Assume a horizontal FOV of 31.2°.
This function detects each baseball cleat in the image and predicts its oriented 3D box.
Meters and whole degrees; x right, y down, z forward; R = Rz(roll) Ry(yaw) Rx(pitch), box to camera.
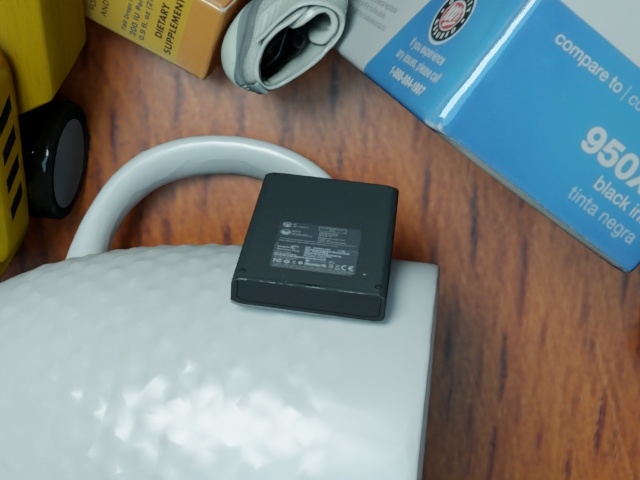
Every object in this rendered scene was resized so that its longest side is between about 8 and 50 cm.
[{"bbox_3d":[0.007,-0.191,0.805,0.072,0.109,0.206,26,94,-28],"label":"baseball cleat"}]

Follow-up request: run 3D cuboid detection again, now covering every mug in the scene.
[{"bbox_3d":[-0.085,0.094,0.826,0.327,0.276,0.374,5,67,6],"label":"mug"}]

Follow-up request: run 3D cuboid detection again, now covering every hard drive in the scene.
[{"bbox_3d":[0.000,0.000,0.741,0.094,0.135,0.022,7,123,4],"label":"hard drive"}]

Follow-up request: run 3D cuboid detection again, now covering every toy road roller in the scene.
[{"bbox_3d":[-0.288,-0.098,0.776,0.202,0.241,0.330,8,130,4],"label":"toy road roller"}]

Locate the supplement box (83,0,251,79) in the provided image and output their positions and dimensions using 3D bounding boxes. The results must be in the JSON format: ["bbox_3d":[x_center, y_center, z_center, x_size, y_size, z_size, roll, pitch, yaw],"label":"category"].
[{"bbox_3d":[-0.165,-0.217,0.858,0.233,0.080,0.078,29,139,3],"label":"supplement box"}]

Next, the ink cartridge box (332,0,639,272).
[{"bbox_3d":[0.204,-0.217,0.714,0.166,0.285,0.395,34,100,-21],"label":"ink cartridge box"}]
